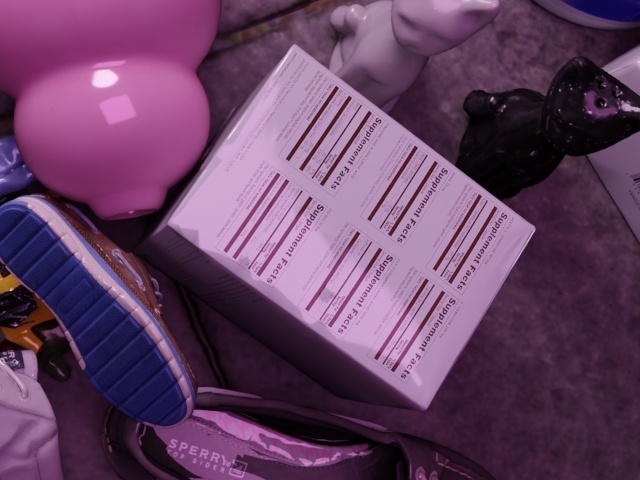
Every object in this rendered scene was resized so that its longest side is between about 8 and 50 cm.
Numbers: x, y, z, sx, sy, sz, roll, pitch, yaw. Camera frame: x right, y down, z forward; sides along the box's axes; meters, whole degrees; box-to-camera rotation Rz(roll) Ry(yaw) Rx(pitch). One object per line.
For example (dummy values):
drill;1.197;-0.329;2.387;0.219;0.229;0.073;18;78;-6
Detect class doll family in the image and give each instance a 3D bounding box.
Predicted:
doll family;-0.225;0.013;0.780;0.111;0.076;0.193;-29;88;-13

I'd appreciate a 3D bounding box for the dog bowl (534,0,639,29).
dog bowl;0.266;-0.321;0.938;0.265;0.104;0.264;2;84;-16

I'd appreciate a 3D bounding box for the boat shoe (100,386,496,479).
boat shoe;0.002;0.183;0.811;0.335;0.095;0.112;18;79;-14

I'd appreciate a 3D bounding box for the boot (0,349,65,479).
boot;-0.252;0.091;0.727;0.123;0.095;0.258;-26;121;-24

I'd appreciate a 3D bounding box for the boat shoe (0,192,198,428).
boat shoe;-0.137;0.040;0.732;0.066;0.066;0.183;-35;92;26

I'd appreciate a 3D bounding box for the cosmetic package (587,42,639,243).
cosmetic package;0.366;-0.094;0.927;0.225;0.138;0.224;-34;94;-18

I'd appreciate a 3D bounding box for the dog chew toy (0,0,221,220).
dog chew toy;-0.159;-0.179;0.745;0.207;0.206;0.331;-11;87;-17

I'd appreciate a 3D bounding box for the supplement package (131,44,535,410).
supplement package;0.000;0.000;0.779;0.203;0.194;0.149;36;76;-10

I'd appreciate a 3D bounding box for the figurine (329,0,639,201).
figurine;0.115;-0.122;0.817;0.215;0.209;0.092;31;76;-11
